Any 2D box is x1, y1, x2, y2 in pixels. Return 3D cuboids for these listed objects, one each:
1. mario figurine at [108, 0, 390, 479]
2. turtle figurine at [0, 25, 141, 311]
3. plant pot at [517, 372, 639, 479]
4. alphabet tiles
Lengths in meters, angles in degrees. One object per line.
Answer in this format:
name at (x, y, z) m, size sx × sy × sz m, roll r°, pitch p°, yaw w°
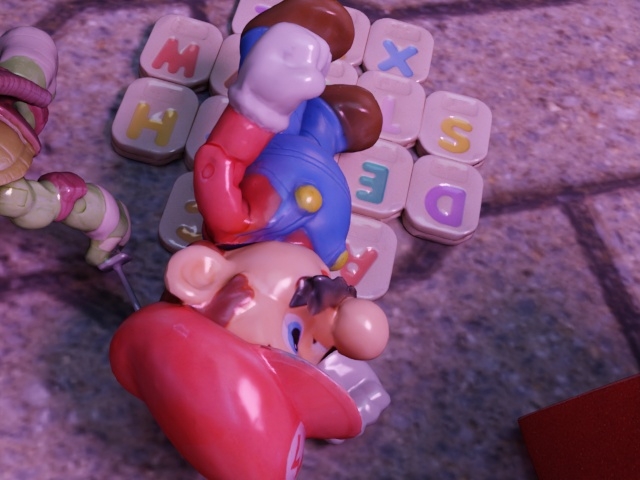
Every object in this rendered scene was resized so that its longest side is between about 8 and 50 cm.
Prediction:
mario figurine at (0.000, 0.000, 0.563) m, size 0.198 × 0.170 × 0.320 m, roll 30°, pitch 50°, yaw -24°
turtle figurine at (-0.233, -0.016, 0.596) m, size 0.198 × 0.274 × 0.266 m, roll -22°, pitch 42°, yaw 2°
plant pot at (0.296, 0.176, 0.495) m, size 0.267 × 0.267 × 0.236 m, roll -4°, pitch 72°, yaw -13°
alphabet tiles at (-0.009, -0.090, 0.730) m, size 0.284 × 0.021 × 0.278 m, roll 16°, pitch 58°, yaw -1°
